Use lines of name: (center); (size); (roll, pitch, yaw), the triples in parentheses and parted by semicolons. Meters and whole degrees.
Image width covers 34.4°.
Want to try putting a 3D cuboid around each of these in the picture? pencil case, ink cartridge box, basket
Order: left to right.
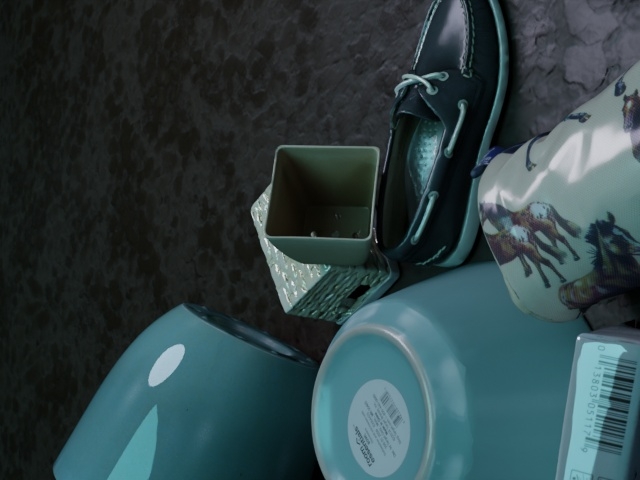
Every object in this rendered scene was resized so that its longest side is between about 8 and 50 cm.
basket: (0.000, 0.000, 1.201); (0.113, 0.103, 0.167); (-47, 50, 38)
ink cartridge box: (0.234, 0.159, 0.799); (0.066, 0.232, 0.189); (10, 93, 31)
pencil case: (0.297, -0.091, 0.769); (0.410, 0.160, 0.183); (-37, 31, 45)

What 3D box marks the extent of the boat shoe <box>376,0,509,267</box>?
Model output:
boat shoe: (0.120, -0.123, 1.064); (0.114, 0.091, 0.302); (0, 85, 56)

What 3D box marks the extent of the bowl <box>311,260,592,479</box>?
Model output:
bowl: (0.106, 0.169, 0.995); (0.312, 0.163, 0.311); (-11, 77, 52)

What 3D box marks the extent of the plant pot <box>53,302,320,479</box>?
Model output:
plant pot: (-0.129, 0.214, 1.216); (0.293, 0.293, 0.235); (24, 90, 51)

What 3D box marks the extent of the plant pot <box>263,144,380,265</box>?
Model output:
plant pot: (0.009, -0.028, 1.078); (0.096, 0.109, 0.109); (72, -158, -62)
